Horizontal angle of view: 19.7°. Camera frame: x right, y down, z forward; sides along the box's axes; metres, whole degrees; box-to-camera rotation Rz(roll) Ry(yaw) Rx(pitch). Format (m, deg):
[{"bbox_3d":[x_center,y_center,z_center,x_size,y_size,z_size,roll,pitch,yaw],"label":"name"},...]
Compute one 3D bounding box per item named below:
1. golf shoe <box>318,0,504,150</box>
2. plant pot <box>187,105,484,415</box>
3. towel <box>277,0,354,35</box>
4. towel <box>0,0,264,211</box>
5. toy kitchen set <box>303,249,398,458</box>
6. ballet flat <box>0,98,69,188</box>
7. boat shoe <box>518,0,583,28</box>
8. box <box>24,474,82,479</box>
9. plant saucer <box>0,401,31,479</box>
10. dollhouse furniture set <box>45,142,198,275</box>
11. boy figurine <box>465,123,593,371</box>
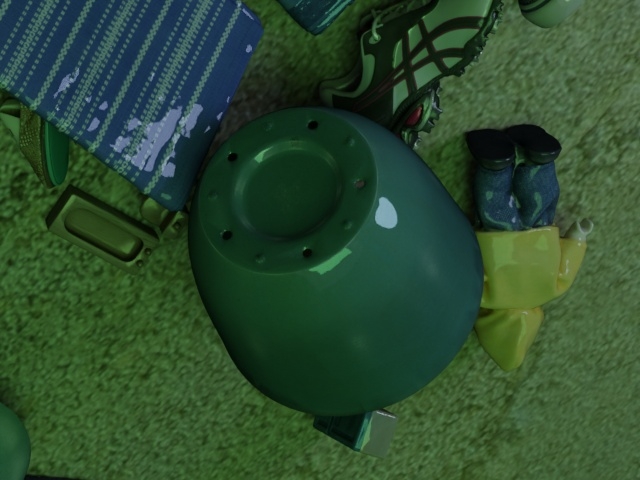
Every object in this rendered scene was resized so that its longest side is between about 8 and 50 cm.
[{"bbox_3d":[0.106,-0.214,1.920,0.120,0.105,0.273,28,115,-11],"label":"golf shoe"},{"bbox_3d":[0.000,0.000,1.853,0.293,0.293,0.235,-31,150,0],"label":"plant pot"},{"bbox_3d":[-0.022,-0.271,1.904,0.067,0.029,0.119,-43,121,7],"label":"towel"},{"bbox_3d":[-0.217,-0.209,1.795,0.336,0.040,0.243,37,61,-28],"label":"towel"},{"bbox_3d":[0.012,0.117,2.088,0.166,0.122,0.207,19,89,-25],"label":"toy kitchen set"},{"bbox_3d":[-0.294,-0.152,1.871,0.067,0.073,0.206,7,114,10],"label":"ballet flat"},{"bbox_3d":[0.253,-0.395,1.858,0.158,0.127,0.340,30,85,-22],"label":"boat shoe"},{"bbox_3d":[-0.365,0.344,2.107,0.233,0.044,0.159,9,113,-21],"label":"box"},{"bbox_3d":[-0.405,0.250,1.985,0.195,0.037,0.195,-11,126,-15],"label":"plant saucer"},{"bbox_3d":[-0.202,-0.034,1.916,0.144,0.123,0.151,30,105,-28],"label":"dollhouse furniture set"},{"bbox_3d":[0.225,0.013,2.094,0.177,0.092,0.285,-11,120,-12],"label":"boy figurine"}]
